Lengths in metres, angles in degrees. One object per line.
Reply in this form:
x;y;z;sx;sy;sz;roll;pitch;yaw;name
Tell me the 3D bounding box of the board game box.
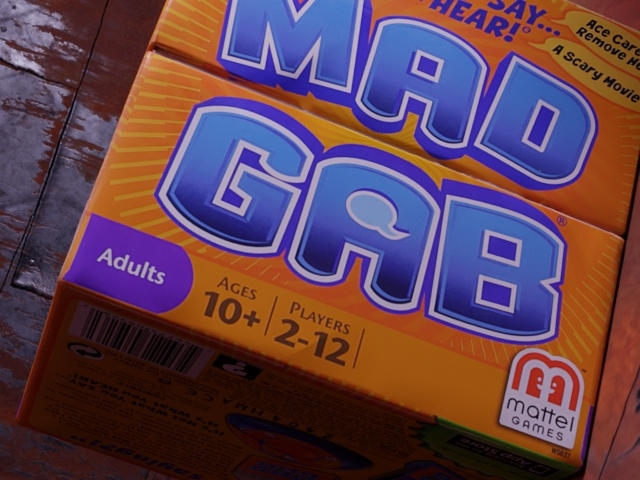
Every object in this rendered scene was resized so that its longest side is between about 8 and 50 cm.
0.000;0.000;1.034;0.356;0.357;0.356;128;161;-62;board game box
